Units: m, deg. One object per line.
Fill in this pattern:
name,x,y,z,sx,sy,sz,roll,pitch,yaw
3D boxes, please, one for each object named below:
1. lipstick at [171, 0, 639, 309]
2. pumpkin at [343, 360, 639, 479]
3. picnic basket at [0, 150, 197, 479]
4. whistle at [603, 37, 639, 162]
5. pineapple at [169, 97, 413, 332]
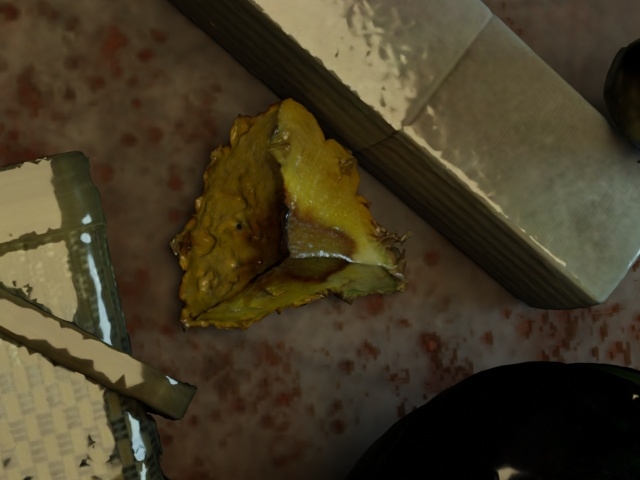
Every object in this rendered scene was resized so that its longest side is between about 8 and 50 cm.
lipstick,-0.003,-0.111,0.614,0.371,0.080,0.076,41,75,-10
pumpkin,0.110,0.212,0.554,0.296,0.296,0.295,1,86,-15
picnic basket,-0.190,0.064,0.506,0.267,0.165,0.139,-14,92,-15
whistle,0.283,-0.059,0.649,0.326,0.057,0.068,1,65,-25
pineapple,0.000,0.000,0.614,0.114,0.077,0.114,17,88,-27
